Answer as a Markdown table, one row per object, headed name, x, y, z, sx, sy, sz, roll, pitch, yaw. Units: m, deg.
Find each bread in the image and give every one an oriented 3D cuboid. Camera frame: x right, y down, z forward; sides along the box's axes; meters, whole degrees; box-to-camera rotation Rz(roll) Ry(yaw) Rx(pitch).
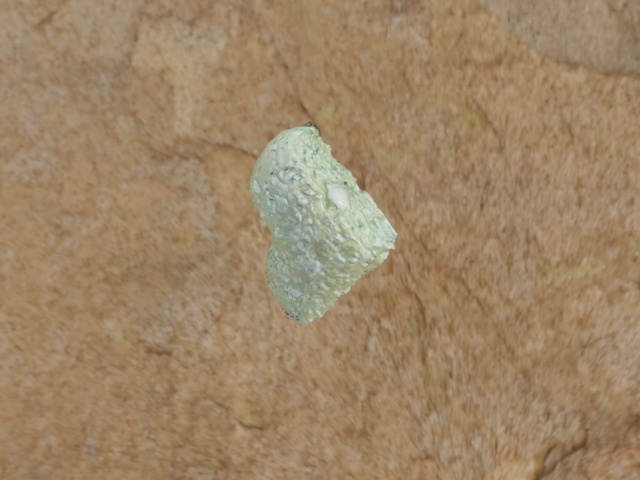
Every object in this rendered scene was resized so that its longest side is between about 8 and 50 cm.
| name | x | y | z | sx | sy | sz | roll | pitch | yaw |
| --- | --- | --- | --- | --- | --- | --- | --- | --- | --- |
| bread | 0.000 | 0.000 | 1.187 | 0.172 | 0.232 | 0.064 | 16 | 33 | 33 |
